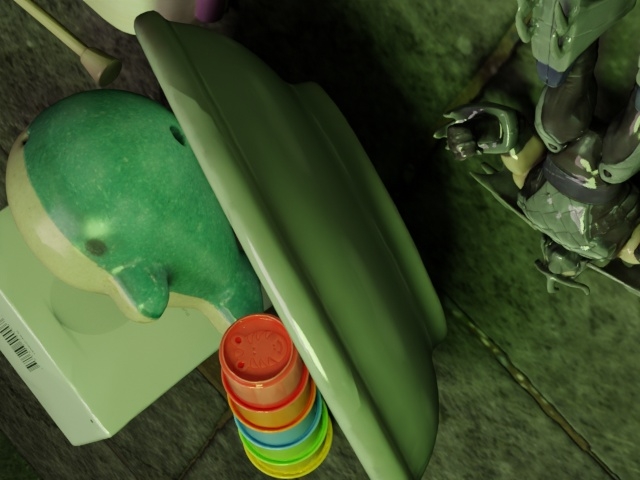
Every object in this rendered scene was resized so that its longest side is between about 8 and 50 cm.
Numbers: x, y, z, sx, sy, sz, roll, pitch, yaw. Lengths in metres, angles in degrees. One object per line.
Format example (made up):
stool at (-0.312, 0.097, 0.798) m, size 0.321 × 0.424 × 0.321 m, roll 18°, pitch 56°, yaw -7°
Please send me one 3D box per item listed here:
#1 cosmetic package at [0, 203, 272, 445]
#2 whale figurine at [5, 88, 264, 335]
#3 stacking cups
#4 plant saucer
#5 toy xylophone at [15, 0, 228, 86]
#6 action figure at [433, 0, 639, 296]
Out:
cosmetic package at (-0.202, 0.038, 1.119) m, size 0.224 × 0.225 × 0.138 m, roll 55°, pitch 152°, yaw -5°
whale figurine at (-0.131, -0.021, 0.992) m, size 0.141 × 0.216 × 0.272 m, roll -38°, pitch 122°, yaw 23°
stacking cups at (-0.035, 0.141, 1.059) m, size 0.096 × 0.096 × 0.316 m, roll 42°, pitch 164°, yaw 16°
plant saucer at (0.000, 0.000, 0.842) m, size 0.400 × 0.100 × 0.400 m, roll 62°, pitch 178°, yaw 3°
toy xylophone at (-0.208, -0.272, 0.934) m, size 0.322 × 0.081 × 0.236 m, roll 46°, pitch 150°, yaw 9°
action figure at (0.154, -0.056, 0.668) m, size 0.185 × 0.099 × 0.285 m, roll 28°, pitch 147°, yaw 20°
